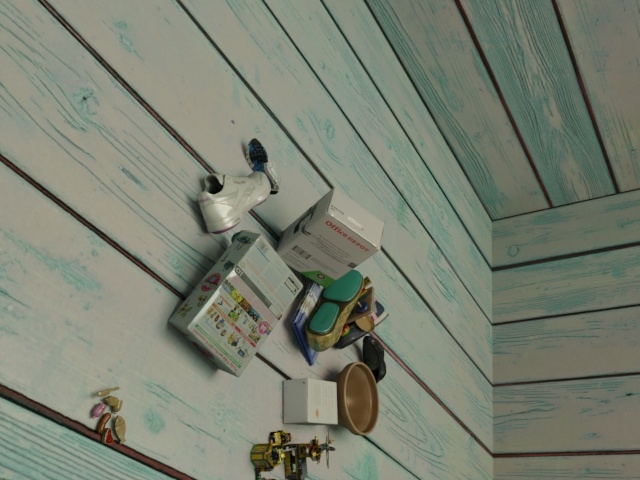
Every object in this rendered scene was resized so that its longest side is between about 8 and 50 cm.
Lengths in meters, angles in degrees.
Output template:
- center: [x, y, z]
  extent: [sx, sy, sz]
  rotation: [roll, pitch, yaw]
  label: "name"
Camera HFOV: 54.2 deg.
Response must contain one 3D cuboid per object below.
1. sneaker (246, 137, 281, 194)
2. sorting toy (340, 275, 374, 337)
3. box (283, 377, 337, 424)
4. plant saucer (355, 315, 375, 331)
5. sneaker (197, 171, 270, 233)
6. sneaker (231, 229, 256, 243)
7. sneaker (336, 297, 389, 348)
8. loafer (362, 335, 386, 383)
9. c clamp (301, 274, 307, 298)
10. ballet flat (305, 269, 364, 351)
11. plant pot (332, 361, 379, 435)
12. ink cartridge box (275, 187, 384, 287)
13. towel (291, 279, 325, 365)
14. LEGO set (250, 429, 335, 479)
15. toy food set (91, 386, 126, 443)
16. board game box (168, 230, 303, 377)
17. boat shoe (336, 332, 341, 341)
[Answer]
- center: [-0.176, -0.243, 1.982]
  extent: [0.083, 0.071, 0.190]
  rotation: [-70, 145, -53]
  label: "sneaker"
- center: [0.119, 0.213, 2.190]
  extent: [0.046, 0.132, 0.274]
  rotation: [52, 27, -25]
  label: "sorting toy"
- center: [-0.029, 0.492, 1.902]
  extent: [0.170, 0.091, 0.130]
  rotation: [28, 56, -53]
  label: "box"
- center: [0.151, 0.287, 2.177]
  extent: [0.083, 0.015, 0.083]
  rotation: [23, 36, -19]
  label: "plant saucer"
- center: [-0.240, -0.146, 1.773]
  extent: [0.152, 0.114, 0.305]
  rotation: [66, 32, -21]
  label: "sneaker"
- center: [-0.203, 0.105, 1.751]
  extent: [0.107, 0.110, 0.275]
  rotation: [-8, 103, -43]
  label: "sneaker"
- center: [0.125, 0.287, 2.263]
  extent: [0.131, 0.112, 0.319]
  rotation: [55, 31, 7]
  label: "sneaker"
- center: [0.194, 0.440, 2.293]
  extent: [0.078, 0.076, 0.223]
  rotation: [-55, 141, -40]
  label: "loafer"
- center: [-0.048, 0.139, 2.085]
  extent: [0.137, 0.022, 0.160]
  rotation: [-4, 82, -66]
  label: "c clamp"
- center: [0.046, 0.229, 2.030]
  extent: [0.123, 0.123, 0.348]
  rotation: [63, 35, -22]
  label: "ballet flat"
- center: [0.095, 0.527, 2.081]
  extent: [0.237, 0.110, 0.237]
  rotation: [29, 55, -53]
  label: "plant pot"
- center: [0.028, -0.002, 1.942]
  extent: [0.211, 0.289, 0.121]
  rotation: [34, 46, -19]
  label: "ink cartridge box"
- center: [-0.015, 0.239, 2.060]
  extent: [0.285, 0.034, 0.209]
  rotation: [-64, 145, -45]
  label: "towel"
- center: [-0.044, 0.682, 1.699]
  extent: [0.255, 0.192, 0.331]
  rotation: [27, 55, -53]
  label: "LEGO set"
- center: [-0.448, 0.374, 1.317]
  extent: [0.078, 0.019, 0.122]
  rotation: [-2, 88, -59]
  label: "toy food set"
- center: [-0.208, 0.161, 1.614]
  extent: [0.303, 0.098, 0.224]
  rotation: [-54, 129, -24]
  label: "board game box"
- center: [0.052, 0.280, 2.108]
  extent: [0.048, 0.056, 0.153]
  rotation: [62, 27, -53]
  label: "boat shoe"
